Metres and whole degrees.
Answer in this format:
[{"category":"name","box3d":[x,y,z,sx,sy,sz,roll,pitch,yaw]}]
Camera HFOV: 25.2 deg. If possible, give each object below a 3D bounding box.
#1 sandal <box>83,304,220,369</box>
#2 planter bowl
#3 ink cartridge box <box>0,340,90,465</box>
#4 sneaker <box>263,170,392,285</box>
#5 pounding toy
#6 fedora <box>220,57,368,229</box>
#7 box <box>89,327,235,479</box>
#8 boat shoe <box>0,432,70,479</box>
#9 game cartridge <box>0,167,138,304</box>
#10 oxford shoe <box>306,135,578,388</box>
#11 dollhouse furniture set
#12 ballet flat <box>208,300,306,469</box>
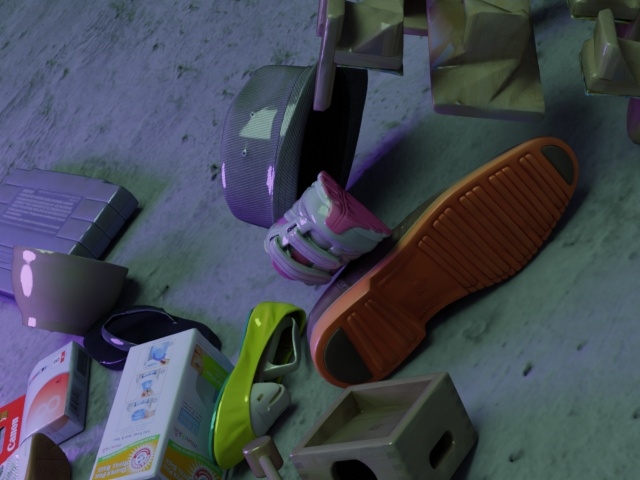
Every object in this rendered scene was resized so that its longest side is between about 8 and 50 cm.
[{"category":"sandal","box3d":[-0.227,0.121,1.874,0.255,0.054,0.097,1,53,47]},{"category":"planter bowl","box3d":[-0.356,0.075,1.991,0.162,0.162,0.109,5,83,49]},{"category":"ink cartridge box","box3d":[-0.394,0.231,1.937,0.179,0.045,0.145,-28,35,17]},{"category":"sneaker","box3d":[0.000,0.000,1.567,0.111,0.103,0.252,-49,0,-5]},{"category":"pounding toy","box3d":[0.023,0.228,1.419,0.206,0.094,0.181,-13,20,37]},{"category":"fedora","box3d":[-0.043,-0.122,1.766,0.124,0.244,0.275,12,88,18]},{"category":"box","box3d":[-0.172,0.222,1.647,0.103,0.114,0.203,-18,41,31]},{"category":"boat shoe","box3d":[-0.366,0.352,1.728,0.096,0.098,0.277,-33,25,16]},{"category":"game cartridge","box3d":[-0.444,-0.006,2.245,0.355,0.068,0.230,11,57,51]},{"category":"oxford shoe","box3d":[0.121,0.002,1.584,0.364,0.130,0.132,-39,27,5]},{"category":"dollhouse furniture set","box3d":[0.176,-0.251,1.656,0.362,0.256,0.394,5,46,-4]},{"category":"ballet flat","box3d":[-0.066,0.160,1.651,0.077,0.077,0.231,-4,45,22]}]
